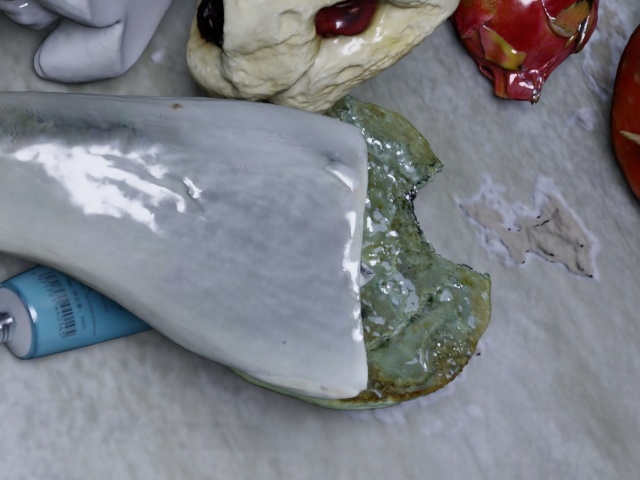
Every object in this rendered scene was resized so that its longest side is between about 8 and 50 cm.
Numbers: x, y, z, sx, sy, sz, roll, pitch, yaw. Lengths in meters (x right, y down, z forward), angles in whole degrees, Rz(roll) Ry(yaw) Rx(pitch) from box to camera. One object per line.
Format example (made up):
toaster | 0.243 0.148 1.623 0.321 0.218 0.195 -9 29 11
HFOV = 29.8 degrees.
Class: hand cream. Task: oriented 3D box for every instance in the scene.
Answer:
hand cream | -0.118 0.022 0.777 0.224 0.048 0.083 -19 79 -40

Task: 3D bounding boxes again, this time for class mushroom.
mushroom | -0.122 -0.020 0.682 0.329 0.122 0.159 11 53 1

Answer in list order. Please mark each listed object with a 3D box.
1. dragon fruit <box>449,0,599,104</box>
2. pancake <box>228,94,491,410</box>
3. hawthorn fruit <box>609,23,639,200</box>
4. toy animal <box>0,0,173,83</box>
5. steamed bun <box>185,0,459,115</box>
dragon fruit | 0.162 -0.195 0.980 0.133 0.136 0.165 10 89 10
pancake | 0.000 0.000 0.807 0.254 0.037 0.253 11 62 -21
hawthorn fruit | 0.367 -0.112 0.989 0.258 0.258 0.262 40 81 -8
toy animal | -0.218 -0.245 0.745 0.265 0.271 0.206 28 84 10
steamed bun | -0.017 -0.148 0.760 0.172 0.155 0.140 3 42 -30
